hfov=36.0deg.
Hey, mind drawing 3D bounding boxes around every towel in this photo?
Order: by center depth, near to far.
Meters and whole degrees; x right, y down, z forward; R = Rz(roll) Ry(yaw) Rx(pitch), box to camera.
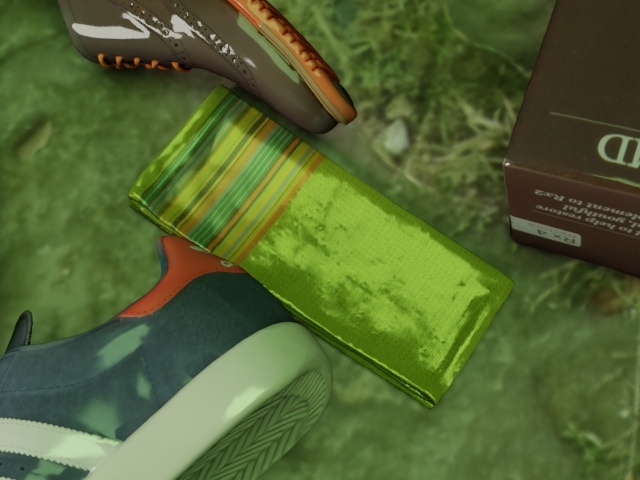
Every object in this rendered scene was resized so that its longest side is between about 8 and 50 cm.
[{"bbox_3d":[0.000,0.000,0.629,0.237,0.021,0.102,34,78,7],"label":"towel"}]

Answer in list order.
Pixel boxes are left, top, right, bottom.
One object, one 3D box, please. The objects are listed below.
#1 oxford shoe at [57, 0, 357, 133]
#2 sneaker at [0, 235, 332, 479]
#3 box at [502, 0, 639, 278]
[{"bbox_3d":[-0.096,-0.139,0.637,0.271,0.097,0.098,38,95,15],"label":"oxford shoe"},{"bbox_3d":[-0.164,0.135,0.549,0.350,0.131,0.148,-38,63,-8],"label":"sneaker"},{"bbox_3d":[0.257,-0.166,0.598,0.191,0.143,0.381,15,77,19],"label":"box"}]
